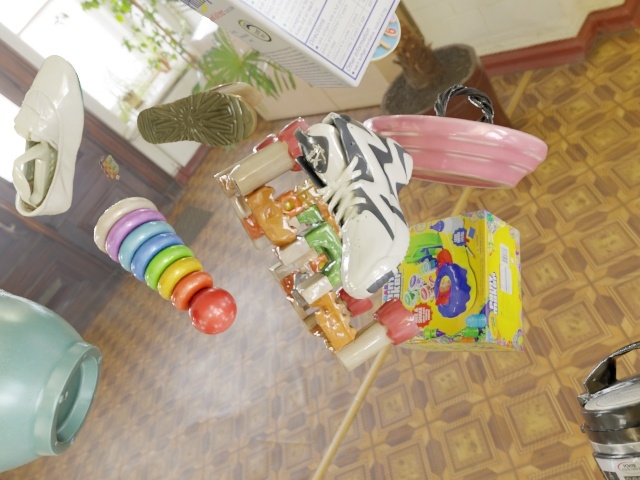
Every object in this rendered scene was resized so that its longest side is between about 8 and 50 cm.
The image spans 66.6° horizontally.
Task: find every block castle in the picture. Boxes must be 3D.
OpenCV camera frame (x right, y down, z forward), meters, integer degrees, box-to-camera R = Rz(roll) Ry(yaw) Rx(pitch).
[{"bbox_3d":[0.000,0.000,0.969,0.213,0.453,0.303,-33,14,-12],"label":"block castle"}]

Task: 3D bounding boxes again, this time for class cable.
[{"bbox_3d":[0.381,-0.343,1.293,0.151,0.047,0.184,-2,67,23],"label":"cable"}]

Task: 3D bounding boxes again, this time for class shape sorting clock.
[{"bbox_3d":[0.072,-0.465,1.035,0.040,0.206,0.206,110,-176,-67],"label":"shape sorting clock"}]

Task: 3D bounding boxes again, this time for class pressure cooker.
[{"bbox_3d":[0.731,0.395,0.946,0.370,0.375,0.420,-27,71,15],"label":"pressure cooker"}]

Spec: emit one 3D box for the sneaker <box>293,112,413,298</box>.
[{"bbox_3d":[0.023,-0.058,0.555,0.094,0.153,0.235,-31,34,49],"label":"sneaker"}]

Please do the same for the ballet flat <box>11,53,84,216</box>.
[{"bbox_3d":[-0.630,-0.215,1.109,0.139,0.139,0.400,-108,34,-52],"label":"ballet flat"}]

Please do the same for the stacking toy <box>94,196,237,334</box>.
[{"bbox_3d":[-0.293,0.061,0.952,0.330,0.141,0.141,41,89,21],"label":"stacking toy"}]

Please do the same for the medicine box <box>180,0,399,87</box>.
[{"bbox_3d":[-0.032,-0.389,0.637,0.263,0.289,0.149,-63,28,4],"label":"medicine box"}]

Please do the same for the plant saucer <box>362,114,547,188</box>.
[{"bbox_3d":[0.234,-0.154,0.902,0.332,0.332,0.084,16,97,53],"label":"plant saucer"}]

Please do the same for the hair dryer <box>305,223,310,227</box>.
[{"bbox_3d":[-0.049,-0.083,1.617,0.293,0.080,0.223,-13,50,33],"label":"hair dryer"}]

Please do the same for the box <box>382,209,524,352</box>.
[{"bbox_3d":[0.311,0.112,1.169,0.279,0.177,0.290,-13,65,44],"label":"box"}]

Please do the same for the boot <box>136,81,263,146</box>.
[{"bbox_3d":[-0.178,-0.255,0.922,0.236,0.089,0.269,5,26,19],"label":"boot"}]

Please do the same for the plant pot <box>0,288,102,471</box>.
[{"bbox_3d":[-0.483,0.236,0.782,0.293,0.196,0.293,-168,90,-87],"label":"plant pot"}]

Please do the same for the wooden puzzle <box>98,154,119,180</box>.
[{"bbox_3d":[-0.553,-0.191,1.282,0.049,0.083,0.006,-40,-9,31],"label":"wooden puzzle"}]
